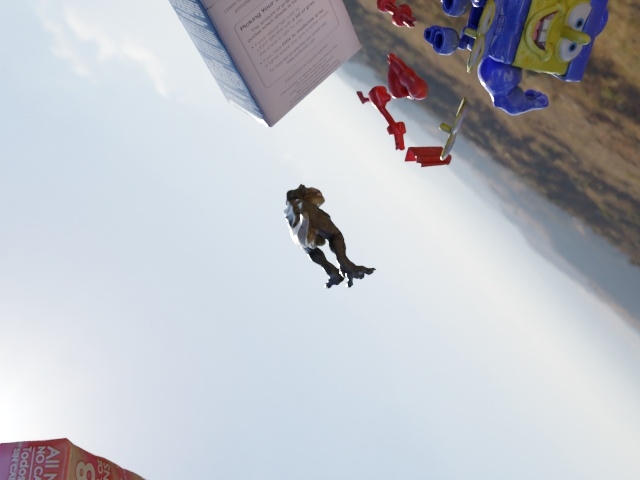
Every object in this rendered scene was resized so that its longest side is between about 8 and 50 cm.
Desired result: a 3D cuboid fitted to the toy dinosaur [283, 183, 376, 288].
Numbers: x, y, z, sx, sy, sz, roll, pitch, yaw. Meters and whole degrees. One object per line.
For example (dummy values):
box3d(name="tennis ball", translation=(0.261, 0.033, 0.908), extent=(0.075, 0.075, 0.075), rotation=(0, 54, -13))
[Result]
box3d(name="toy dinosaur", translation=(0.000, 0.000, 1.066), extent=(0.118, 0.064, 0.268), rotation=(53, -177, -9))

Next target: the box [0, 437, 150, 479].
box3d(name="box", translation=(-0.148, 0.248, 0.391), extent=(0.154, 0.142, 0.300), rotation=(56, -150, -57))

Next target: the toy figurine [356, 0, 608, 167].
box3d(name="toy figurine", translation=(0.198, -0.256, 0.934), extent=(0.217, 0.362, 0.191), rotation=(-3, -149, -27))

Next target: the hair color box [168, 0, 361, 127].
box3d(name="hair color box", translation=(-0.093, -0.323, 1.127), extent=(0.105, 0.174, 0.347), rotation=(34, 162, 40))
